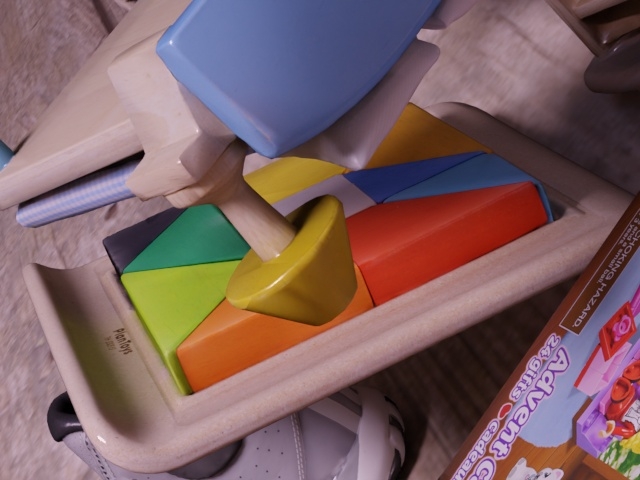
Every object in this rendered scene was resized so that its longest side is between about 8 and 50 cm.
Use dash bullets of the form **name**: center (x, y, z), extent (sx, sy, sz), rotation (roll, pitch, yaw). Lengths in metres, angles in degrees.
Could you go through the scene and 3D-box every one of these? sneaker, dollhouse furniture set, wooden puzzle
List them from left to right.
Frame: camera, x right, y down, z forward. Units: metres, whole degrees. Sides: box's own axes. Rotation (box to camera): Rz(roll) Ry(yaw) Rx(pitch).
- **sneaker**: center (-0.081, 0.123, 0.741), extent (0.228, 0.132, 0.086), rotation (-49, 24, 14)
- **wooden puzzle**: center (0.000, 0.000, 0.702), extent (0.239, 0.044, 0.221), rotation (-21, 20, -10)
- **dollhouse furniture set**: center (0.012, -0.056, 0.653), extent (0.286, 0.198, 0.303), rotation (-17, 33, 56)

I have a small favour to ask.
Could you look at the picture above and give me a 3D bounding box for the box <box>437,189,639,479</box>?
- **box**: center (0.150, 0.034, 0.510), extent (0.293, 0.057, 0.201), rotation (-55, 23, -1)
